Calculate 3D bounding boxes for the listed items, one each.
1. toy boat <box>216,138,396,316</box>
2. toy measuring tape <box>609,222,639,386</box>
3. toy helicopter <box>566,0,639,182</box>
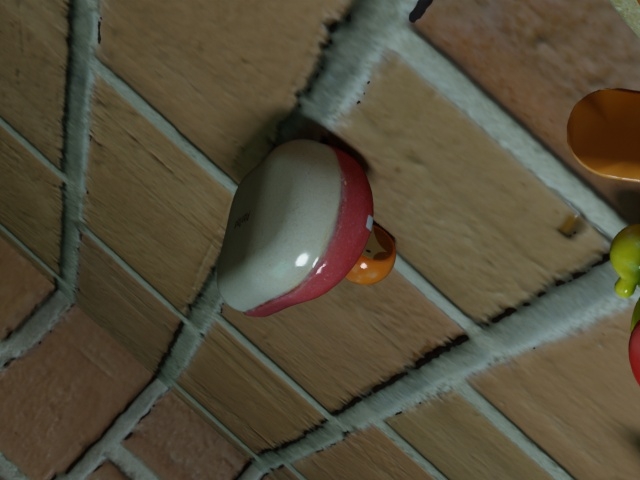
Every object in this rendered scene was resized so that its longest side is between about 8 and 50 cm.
[{"bbox_3d":[0.000,0.000,1.155,0.151,0.151,0.231,15,167,-15],"label":"toy boat"},{"bbox_3d":[0.286,0.102,0.738,0.330,0.121,0.121,48,168,40],"label":"toy measuring tape"},{"bbox_3d":[0.241,-0.029,0.464,0.355,0.140,0.235,40,162,-1],"label":"toy helicopter"}]
